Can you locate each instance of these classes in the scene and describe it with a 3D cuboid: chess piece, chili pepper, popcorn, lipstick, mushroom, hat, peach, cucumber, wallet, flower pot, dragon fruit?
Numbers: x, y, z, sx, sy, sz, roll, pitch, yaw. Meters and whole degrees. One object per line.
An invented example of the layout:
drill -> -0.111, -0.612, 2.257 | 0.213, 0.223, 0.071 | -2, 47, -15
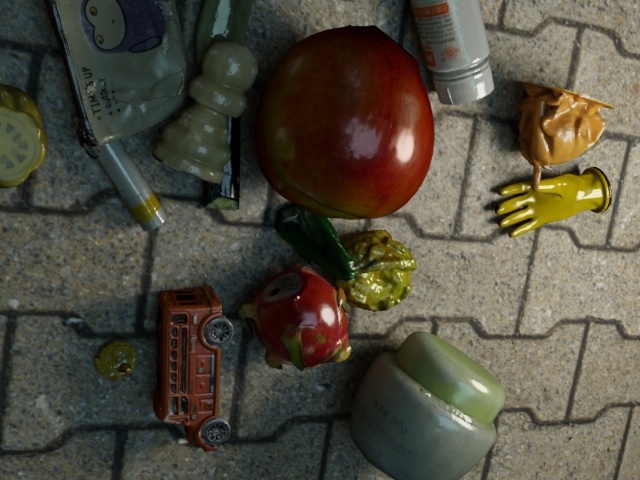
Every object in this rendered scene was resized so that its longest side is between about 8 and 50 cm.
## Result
chess piece -> -0.205, -0.249, 1.683 | 0.143, 0.143, 0.260 | 18, 102, -30
chili pepper -> 0.000, 0.000, 1.903 | 0.108, 0.062, 0.216 | -44, 76, -7
popcorn -> -0.404, 0.247, 1.796 | 0.084, 0.084, 0.084 | -8, 108, -26
lipstick -> -0.381, -0.138, 1.710 | 0.059, 0.059, 0.264 | -36, 117, -14
mushroom -> -0.175, -0.481, 1.712 | 0.100, 0.081, 0.312 | 5, 106, -26
hat -> 0.535, -0.230, 2.075 | 0.234, 0.244, 0.233 | 16, 101, 3
peach -> 0.050, -0.230, 1.741 | 0.388, 0.388, 0.388 | -8, 108, -26
cucumber -> -0.194, -0.176, 1.791 | 0.075, 0.074, 0.241 | -3, 103, -27
wallet -> -0.362, -0.341, 1.630 | 0.275, 0.068, 0.335 | -26, 111, -40
popcorn -> 0.113, 0.062, 1.977 | 0.198, 0.155, 0.197 | -19, 130, -25
flower pot -> -0.556, -0.176, 1.539 | 0.195, 0.179, 0.195 | -7, 105, -27
dragon fruit -> -0.042, 0.171, 1.897 | 0.224, 0.224, 0.227 | -30, 118, -17

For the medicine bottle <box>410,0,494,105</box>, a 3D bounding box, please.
medicine bottle -> 0.288, -0.428, 1.928 | 0.145, 0.144, 0.252 | -29, 114, -18

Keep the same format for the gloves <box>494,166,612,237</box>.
gloves -> 0.554, -0.091, 2.195 | 0.294, 0.116, 0.133 | -14, 99, -17

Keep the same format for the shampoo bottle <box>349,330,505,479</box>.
shampoo bottle -> 0.235, 0.391, 2.030 | 0.322, 0.322, 0.317 | 33, 94, -31

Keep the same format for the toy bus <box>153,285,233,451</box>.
toy bus -> -0.265, 0.268, 1.844 | 0.153, 0.143, 0.329 | -2, 106, -17

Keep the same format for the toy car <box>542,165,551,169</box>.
toy car -> 0.565, -0.234, 2.190 | 0.059, 0.035, 0.122 | 30, 91, -27
